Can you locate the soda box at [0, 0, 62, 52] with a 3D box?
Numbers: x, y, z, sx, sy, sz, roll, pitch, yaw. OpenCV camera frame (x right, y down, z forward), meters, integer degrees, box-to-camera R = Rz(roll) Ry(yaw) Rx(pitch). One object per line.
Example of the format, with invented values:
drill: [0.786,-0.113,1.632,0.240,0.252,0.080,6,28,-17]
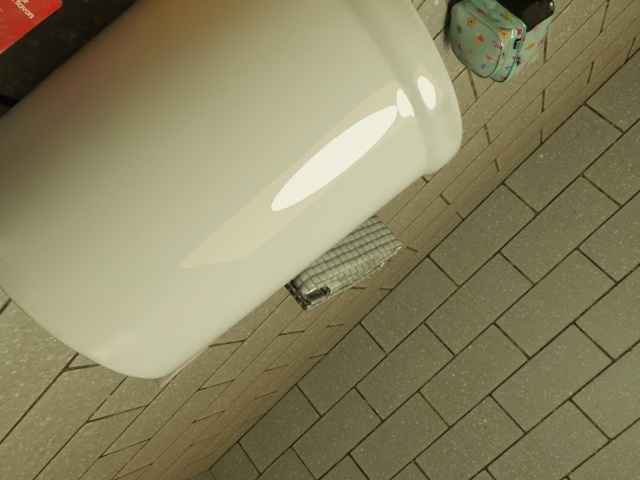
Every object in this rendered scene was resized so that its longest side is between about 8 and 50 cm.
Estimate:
soda box: [-0.284,-0.223,0.281,0.092,0.083,0.263,-40,160,-3]

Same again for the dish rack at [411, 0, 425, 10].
dish rack: [0.112,-0.395,0.678,0.271,0.074,0.208,-50,159,17]

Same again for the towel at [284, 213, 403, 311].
towel: [0.000,0.000,1.036,0.284,0.235,0.121,-24,159,-39]

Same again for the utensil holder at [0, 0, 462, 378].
utensil holder: [-0.109,-0.094,0.524,0.386,0.327,0.327,-39,160,-1]

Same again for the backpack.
backpack: [0.335,-0.394,0.940,0.144,0.166,0.188,-41,157,0]

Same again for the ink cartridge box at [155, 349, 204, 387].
ink cartridge box: [-0.170,0.014,0.709,0.296,0.261,0.066,-41,159,-3]
